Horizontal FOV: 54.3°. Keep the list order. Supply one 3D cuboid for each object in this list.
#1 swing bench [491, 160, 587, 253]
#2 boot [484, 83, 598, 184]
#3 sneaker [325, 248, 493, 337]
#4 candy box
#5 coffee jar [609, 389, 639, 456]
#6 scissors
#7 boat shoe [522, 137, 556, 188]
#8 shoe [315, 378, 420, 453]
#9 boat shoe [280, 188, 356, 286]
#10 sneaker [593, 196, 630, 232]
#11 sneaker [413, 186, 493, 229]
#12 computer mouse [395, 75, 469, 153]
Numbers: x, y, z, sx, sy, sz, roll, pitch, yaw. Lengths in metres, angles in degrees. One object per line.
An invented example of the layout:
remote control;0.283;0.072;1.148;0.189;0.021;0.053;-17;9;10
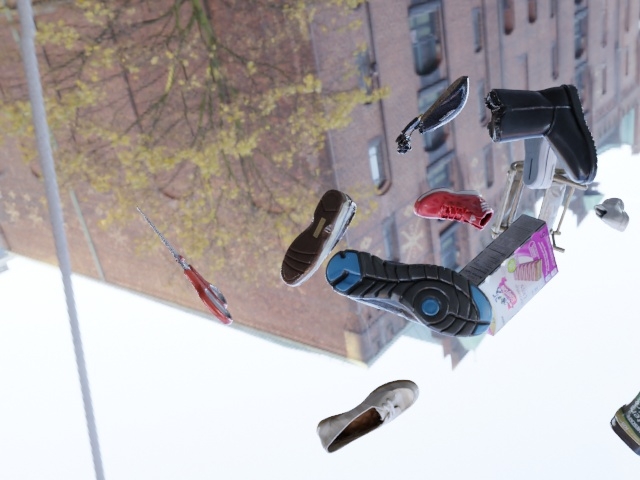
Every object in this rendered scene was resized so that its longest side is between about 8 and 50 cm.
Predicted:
swing bench;0.739;-0.124;2.141;0.255;0.253;0.165;14;-153;9
boot;0.482;-0.230;1.386;0.207;0.246;0.094;-7;166;-5
sneaker;0.184;0.100;1.277;0.341;0.125;0.139;21;176;13
candy box;0.415;0.075;1.378;0.233;0.159;0.071;-39;-145;-16
coffee jar;0.597;0.299;1.103;0.079;0.184;0.096;-11;-135;-34
scissors;-0.274;0.055;1.269;0.021;0.297;0.109;-34;-155;5
boat shoe;0.586;-0.247;1.646;0.076;0.226;0.083;5;-171;-29
shoe;0.095;0.338;1.188;0.219;0.076;0.058;-29;-160;4
boat shoe;0.005;0.004;1.494;0.095;0.257;0.095;43;-164;34
sneaker;0.917;-0.098;2.000;0.094;0.080;0.212;17;-157;5
sneaker;0.377;-0.084;1.716;0.221;0.087;0.128;-10;-147;-18
computer mouse;0.305;-0.329;1.675;0.262;0.060;0.184;-47;-170;13
